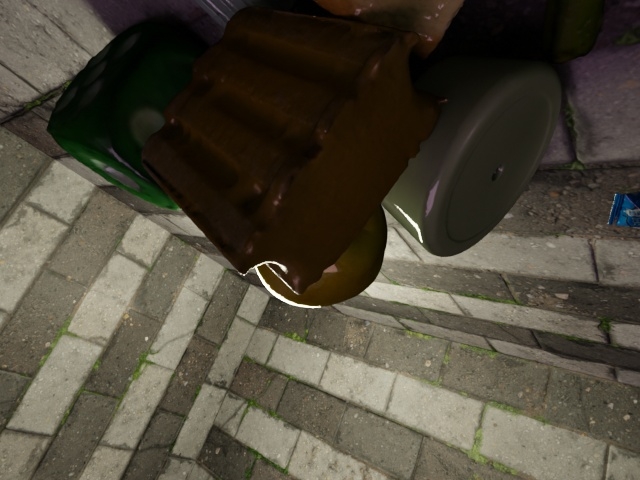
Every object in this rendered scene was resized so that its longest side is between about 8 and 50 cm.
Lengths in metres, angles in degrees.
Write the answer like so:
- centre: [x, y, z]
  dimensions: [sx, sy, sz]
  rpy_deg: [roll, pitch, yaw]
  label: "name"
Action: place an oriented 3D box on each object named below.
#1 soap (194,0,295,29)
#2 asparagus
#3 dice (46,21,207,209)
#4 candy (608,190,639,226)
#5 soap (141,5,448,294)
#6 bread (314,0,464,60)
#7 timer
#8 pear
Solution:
- centre: [-0.146, -0.399, 0.608]
  dimensions: [0.198, 0.067, 0.119]
  rpy_deg: [35, 158, -31]
  label: "soap"
- centre: [0.269, -0.306, 0.400]
  dimensions: [0.067, 0.060, 0.278]
  rpy_deg: [30, 166, 30]
  label: "asparagus"
- centre: [-0.365, -0.259, 0.884]
  dimensions: [0.286, 0.300, 0.297]
  rpy_deg: [12, 159, 37]
  label: "dice"
- centre: [0.600, -0.055, 0.716]
  dimensions: [0.136, 0.038, 0.088]
  rpy_deg: [4, 140, 28]
  label: "candy"
- centre: [-0.062, -0.138, 0.527]
  dimensions: [0.335, 0.294, 0.156]
  rpy_deg: [36, -176, 40]
  label: "soap"
- centre: [0.003, -0.356, 0.406]
  dimensions: [0.375, 0.165, 0.236]
  rpy_deg: [23, 163, -2]
  label: "bread"
- centre: [0.152, -0.171, 0.651]
  dimensions: [0.315, 0.291, 0.291]
  rpy_deg: [39, 172, 36]
  label: "timer"
- centre: [0.000, 0.000, 1.051]
  dimensions: [0.362, 0.363, 0.418]
  rpy_deg: [30, 161, -18]
  label: "pear"
